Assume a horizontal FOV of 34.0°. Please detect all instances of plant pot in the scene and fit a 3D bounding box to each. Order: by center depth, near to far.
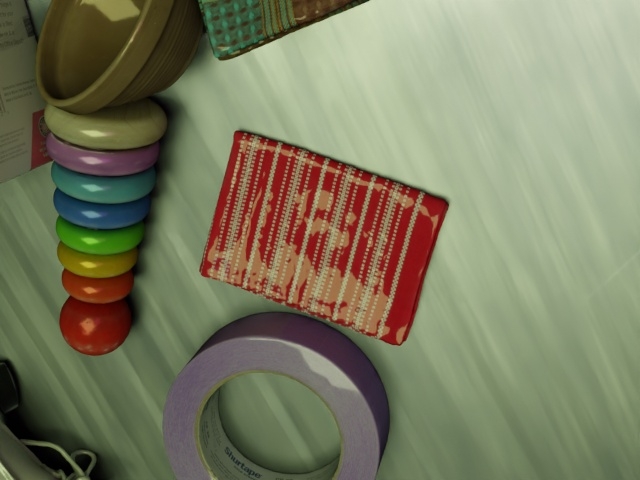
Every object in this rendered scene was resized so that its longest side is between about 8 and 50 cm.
[{"bbox_3d":[-0.209,-0.238,1.165,0.110,0.237,0.237,25,117,-39],"label":"plant pot"}]

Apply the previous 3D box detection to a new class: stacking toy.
[{"bbox_3d":[-0.270,-0.011,1.276,0.141,0.141,0.330,13,116,8],"label":"stacking toy"}]

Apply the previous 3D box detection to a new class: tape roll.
[{"bbox_3d":[-0.055,0.233,1.311,0.275,0.090,0.275,4,107,12],"label":"tape roll"}]

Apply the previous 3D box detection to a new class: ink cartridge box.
[{"bbox_3d":[-0.418,-0.204,1.196,0.117,0.207,0.283,-10,104,17],"label":"ink cartridge box"}]

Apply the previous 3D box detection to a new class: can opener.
[{"bbox_3d":[-0.471,0.154,1.405,0.059,0.073,0.186,-9,105,55],"label":"can opener"}]

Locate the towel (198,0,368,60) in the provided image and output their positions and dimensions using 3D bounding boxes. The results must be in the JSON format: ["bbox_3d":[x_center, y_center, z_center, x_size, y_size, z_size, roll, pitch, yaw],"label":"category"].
[{"bbox_3d":[-0.040,-0.399,1.064,0.271,0.040,0.370,-19,80,22],"label":"towel"}]

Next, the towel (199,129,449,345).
[{"bbox_3d":[0.000,0.000,1.261,0.275,0.031,0.199,19,109,6],"label":"towel"}]

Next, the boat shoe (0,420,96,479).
[{"bbox_3d":[-0.344,0.354,1.386,0.156,0.136,0.367,-23,108,10],"label":"boat shoe"}]
